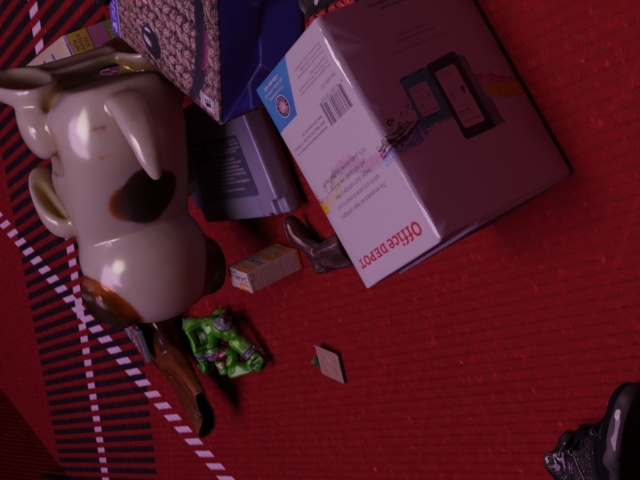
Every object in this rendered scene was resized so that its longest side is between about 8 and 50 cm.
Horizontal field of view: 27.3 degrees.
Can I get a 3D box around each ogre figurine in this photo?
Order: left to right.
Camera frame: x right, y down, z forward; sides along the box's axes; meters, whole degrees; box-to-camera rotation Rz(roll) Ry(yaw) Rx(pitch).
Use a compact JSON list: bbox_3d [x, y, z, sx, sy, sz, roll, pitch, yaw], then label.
[{"bbox_3d":[-0.179,0.184,2.344,0.118,0.097,0.197,59,166,-17],"label":"ogre figurine"}]

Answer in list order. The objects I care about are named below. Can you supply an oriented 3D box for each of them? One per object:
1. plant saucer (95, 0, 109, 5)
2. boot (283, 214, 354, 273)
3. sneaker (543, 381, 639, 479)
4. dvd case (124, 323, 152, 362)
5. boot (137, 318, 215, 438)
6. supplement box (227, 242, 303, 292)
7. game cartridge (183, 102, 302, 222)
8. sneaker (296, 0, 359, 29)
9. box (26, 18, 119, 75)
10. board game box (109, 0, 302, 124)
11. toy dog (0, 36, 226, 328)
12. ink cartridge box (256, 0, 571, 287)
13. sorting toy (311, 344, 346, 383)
[{"bbox_3d":[-0.315,-0.475,1.876,0.278,0.041,0.278,5,-90,-85],"label":"plant saucer"},{"bbox_3d":[0.000,0.000,1.930,0.106,0.037,0.114,53,157,-8],"label":"boot"},{"bbox_3d":[0.319,0.236,1.522,0.130,0.087,0.227,32,145,36],"label":"sneaker"},{"bbox_3d":[-0.362,0.170,2.531,0.119,0.013,0.087,45,156,43],"label":"dvd case"},{"bbox_3d":[-0.290,0.203,2.485,0.280,0.096,0.264,-124,24,-43],"label":"boot"},{"bbox_3d":[-0.086,0.042,2.050,0.062,0.098,0.036,15,126,55],"label":"supplement box"},{"bbox_3d":[-0.141,-0.130,2.051,0.297,0.062,0.198,-3,107,61],"label":"game cartridge"},{"bbox_3d":[0.038,-0.322,1.520,0.135,0.097,0.276,62,154,-1],"label":"sneaker"},{"bbox_3d":[-0.393,-0.253,2.314,0.243,0.117,0.214,-12,102,63],"label":"box"},{"bbox_3d":[-0.163,-0.342,1.808,0.291,0.141,0.232,41,145,36],"label":"board game box"},{"bbox_3d":[-0.278,-0.075,2.001,0.395,0.284,0.408,21,129,49],"label":"toy dog"},{"bbox_3d":[0.099,-0.122,1.476,0.270,0.197,0.198,61,152,5],"label":"ink cartridge box"},{"bbox_3d":[0.009,0.193,2.109,0.083,0.012,0.062,19,134,50],"label":"sorting toy"}]
